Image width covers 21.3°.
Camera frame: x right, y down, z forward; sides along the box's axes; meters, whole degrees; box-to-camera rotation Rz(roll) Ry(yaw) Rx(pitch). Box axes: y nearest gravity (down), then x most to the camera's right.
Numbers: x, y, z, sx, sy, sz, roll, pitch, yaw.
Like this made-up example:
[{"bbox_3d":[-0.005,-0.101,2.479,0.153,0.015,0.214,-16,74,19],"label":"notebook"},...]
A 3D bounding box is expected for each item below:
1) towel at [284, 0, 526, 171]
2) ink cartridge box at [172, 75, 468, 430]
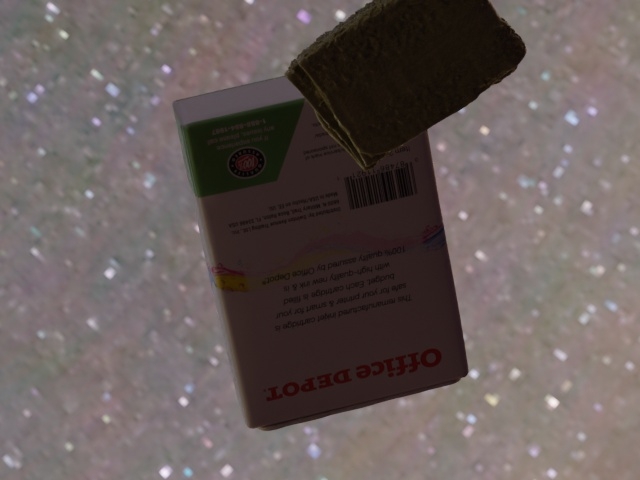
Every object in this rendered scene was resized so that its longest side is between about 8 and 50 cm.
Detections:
[{"bbox_3d":[0.059,-0.124,1.172,0.148,0.027,0.110,-35,-58,7],"label":"towel"},{"bbox_3d":[0.000,0.000,1.474,0.201,0.117,0.278,-13,-73,-6],"label":"ink cartridge box"}]
